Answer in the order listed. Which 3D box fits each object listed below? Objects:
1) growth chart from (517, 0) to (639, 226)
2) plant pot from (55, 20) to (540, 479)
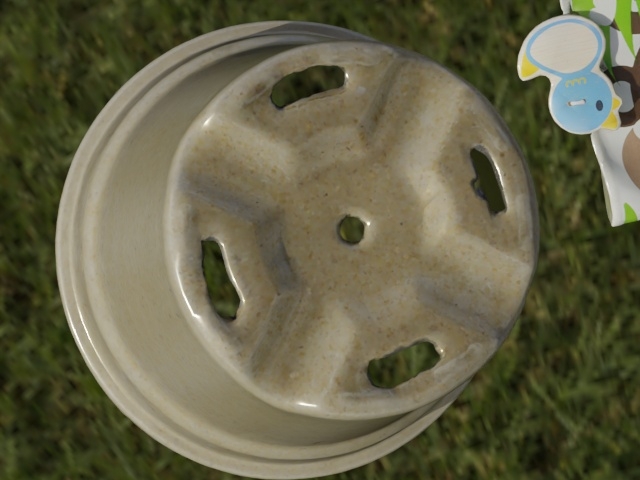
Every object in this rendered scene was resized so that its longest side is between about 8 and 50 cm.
[{"bbox_3d":[0.158,-0.078,0.712,0.172,0.237,0.021,-28,18,-6],"label":"growth chart"},{"bbox_3d":[0.000,0.000,1.259,0.334,0.305,0.333,0,88,-9],"label":"plant pot"}]
